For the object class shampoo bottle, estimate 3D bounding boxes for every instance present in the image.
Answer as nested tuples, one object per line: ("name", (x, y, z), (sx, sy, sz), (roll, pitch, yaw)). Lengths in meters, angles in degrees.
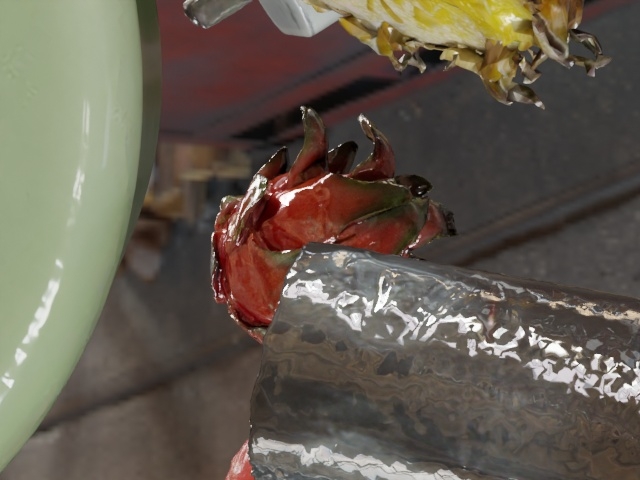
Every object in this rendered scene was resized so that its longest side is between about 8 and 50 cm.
("shampoo bottle", (0.089, 0.050, 0.374), (0.063, 0.207, 0.057), (83, -156, -54))

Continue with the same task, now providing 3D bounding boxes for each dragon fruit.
("dragon fruit", (0.003, 0.006, 1.034), (0.142, 0.130, 0.121), (-45, 60, 15))

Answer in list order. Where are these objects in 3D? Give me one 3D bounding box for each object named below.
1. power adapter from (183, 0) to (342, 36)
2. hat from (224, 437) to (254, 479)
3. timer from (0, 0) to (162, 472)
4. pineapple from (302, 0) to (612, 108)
("power adapter", (0.000, -0.252, 1.434), (0.124, 0.255, 0.187), (59, 175, -12))
("hat", (-0.025, 0.285, 1.353), (0.242, 0.274, 0.332), (43, 128, 32))
("timer", (-0.170, -0.061, 0.579), (0.315, 0.290, 0.291), (-51, -30, -79))
("pineapple", (0.075, -0.269, 0.913), (0.300, 0.352, 0.352), (-50, 29, -12))
